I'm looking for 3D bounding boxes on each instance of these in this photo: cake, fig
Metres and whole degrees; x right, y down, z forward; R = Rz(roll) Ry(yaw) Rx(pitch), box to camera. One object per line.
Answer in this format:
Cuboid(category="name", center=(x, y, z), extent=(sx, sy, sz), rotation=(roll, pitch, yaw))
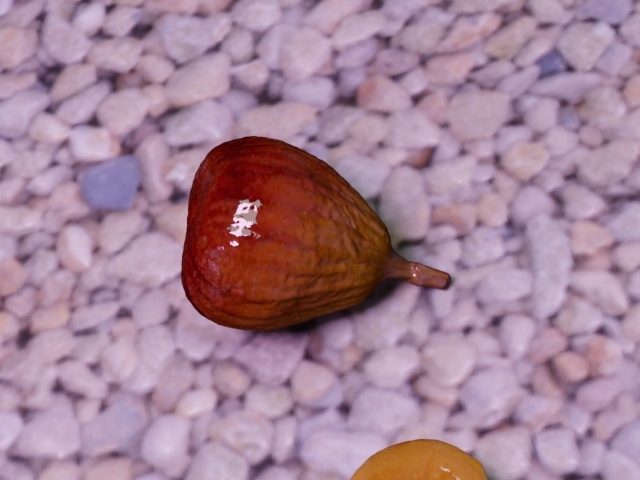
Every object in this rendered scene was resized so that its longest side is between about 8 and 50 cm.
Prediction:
Cuboid(category="cake", center=(0.052, 0.148, 1.036), extent=(0.084, 0.044, 0.084), rotation=(-6, 57, 10))
Cuboid(category="fig", center=(-0.011, -0.003, 1.107), extent=(0.153, 0.119, 0.119), rotation=(3, 59, 18))
